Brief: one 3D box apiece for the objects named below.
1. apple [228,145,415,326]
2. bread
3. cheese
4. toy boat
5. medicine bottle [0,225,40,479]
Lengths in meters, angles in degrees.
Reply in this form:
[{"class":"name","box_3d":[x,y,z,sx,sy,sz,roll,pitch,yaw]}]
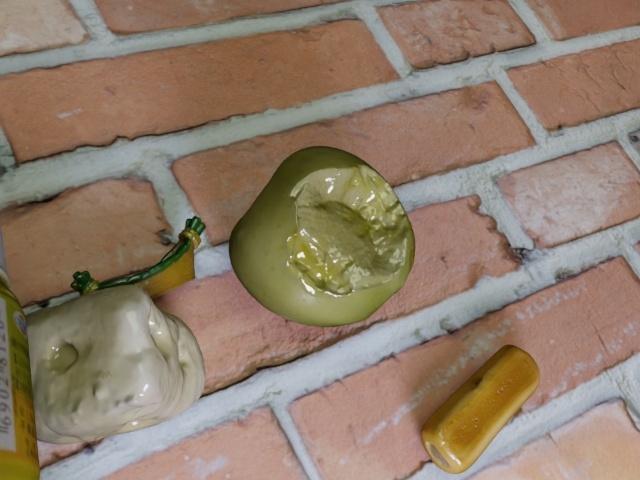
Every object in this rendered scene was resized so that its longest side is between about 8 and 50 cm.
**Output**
[{"class":"apple","box_3d":[0.000,0.000,1.178,0.279,0.279,0.279,9,58,-15]},{"class":"bread","box_3d":[0.248,0.258,1.216,0.239,0.074,0.092,-35,84,-33]},{"class":"cheese","box_3d":[-0.285,0.172,1.035,0.248,0.251,0.173,-14,76,12]},{"class":"toy boat","box_3d":[-0.251,0.042,1.151,0.229,0.089,0.088,-29,94,-40]},{"class":"medicine bottle","box_3d":[-0.447,0.130,0.884,0.224,0.224,0.384,-5,60,-23]}]
